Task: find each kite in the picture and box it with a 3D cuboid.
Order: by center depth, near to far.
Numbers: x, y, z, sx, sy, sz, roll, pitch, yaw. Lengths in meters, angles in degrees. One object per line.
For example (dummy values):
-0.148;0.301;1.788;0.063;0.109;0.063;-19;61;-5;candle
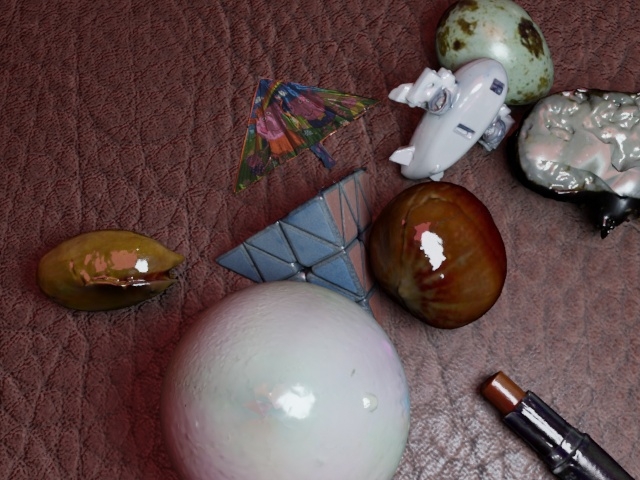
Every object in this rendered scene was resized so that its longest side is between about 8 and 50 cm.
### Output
-0.055;-0.215;1.343;0.321;0.016;0.233;-33;74;-10;kite

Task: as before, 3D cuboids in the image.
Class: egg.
-0.054;0.224;0.994;0.355;0.340;0.354;-1;80;6;egg
0.306;-0.328;1.300;0.231;0.169;0.169;41;76;1;egg

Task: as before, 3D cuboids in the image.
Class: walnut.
-0.340;0.047;1.194;0.246;0.137;0.137;-7;70;7;walnut

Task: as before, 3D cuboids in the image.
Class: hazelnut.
0.179;0.030;1.152;0.230;0.229;0.229;0;71;1;hazelnut

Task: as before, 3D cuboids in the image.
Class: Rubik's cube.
0.001;-0.001;1.199;0.229;0.228;0.233;11;110;-34;Rubik's cube

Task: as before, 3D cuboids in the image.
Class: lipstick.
0.366;0.312;1.117;0.300;0.081;0.081;43;76;13;lipstick

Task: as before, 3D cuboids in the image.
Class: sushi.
0.480;-0.119;1.211;0.349;0.207;0.234;9;83;10;sushi

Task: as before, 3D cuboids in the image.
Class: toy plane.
0.215;-0.202;1.242;0.245;0.244;0.117;-21;42;-6;toy plane
